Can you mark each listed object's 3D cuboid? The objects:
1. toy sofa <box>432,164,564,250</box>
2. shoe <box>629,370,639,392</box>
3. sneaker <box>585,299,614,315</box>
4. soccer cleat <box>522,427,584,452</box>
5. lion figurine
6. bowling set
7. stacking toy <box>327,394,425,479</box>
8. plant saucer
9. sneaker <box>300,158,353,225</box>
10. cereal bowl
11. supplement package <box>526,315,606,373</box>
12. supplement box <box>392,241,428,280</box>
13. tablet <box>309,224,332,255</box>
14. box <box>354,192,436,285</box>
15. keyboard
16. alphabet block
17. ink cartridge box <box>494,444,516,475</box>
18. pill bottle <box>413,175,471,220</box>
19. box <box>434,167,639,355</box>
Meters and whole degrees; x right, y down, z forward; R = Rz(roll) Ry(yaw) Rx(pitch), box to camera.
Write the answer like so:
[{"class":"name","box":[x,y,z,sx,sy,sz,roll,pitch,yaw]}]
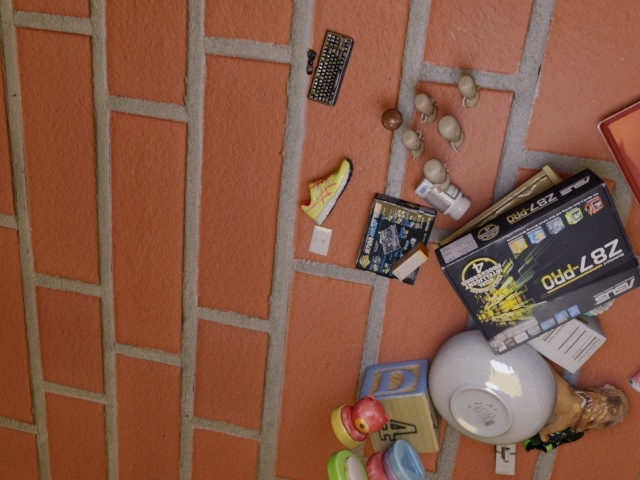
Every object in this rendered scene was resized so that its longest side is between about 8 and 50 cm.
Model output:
[{"class":"toy sofa","box":[0.482,-0.022,1.598,0.363,0.177,0.150,-38,74,18]},{"class":"shoe","box":[0.942,0.405,1.692,0.178,0.063,0.081,31,119,5]},{"class":"sneaker","box":[0.734,0.131,1.621,0.166,0.076,0.065,-39,99,6]},{"class":"soccer cleat","box":[0.678,0.582,1.816,0.179,0.072,0.060,-17,106,18]},{"class":"lion figurine","box":[0.634,0.408,1.716,0.392,0.142,0.240,35,128,-10]},{"class":"bowling set","box":[0.266,-0.285,1.554,0.200,0.154,0.286,25,91,25]},{"class":"stacking toy","box":[0.160,0.578,1.623,0.130,0.279,0.309,-37,102,24]},{"class":"plant saucer","box":[0.836,-0.236,1.486,0.259,0.047,0.258,-29,101,20]},{"class":"sneaker","box":[0.014,-0.141,1.695,0.094,0.081,0.208,33,114,2]},{"class":"cereal bowl","box":[0.441,0.411,1.655,0.339,0.141,0.338,13,119,24]},{"class":"supplement package","box":[0.604,0.213,1.659,0.244,0.139,0.133,31,115,-1]},{"class":"supplement box","box":[0.241,0.055,1.669,0.036,0.062,0.098,44,112,-8]},{"class":"tablet","box":[0.000,0.000,1.791,0.054,0.006,0.083,15,113,7]},{"class":"box","box":[0.206,-0.001,1.718,0.175,0.051,0.220,16,113,7]},{"class":"keyboard","box":[0.011,-0.446,1.612,0.108,0.023,0.180,20,113,5]},{"class":"alphabet block","box":[0.237,0.486,1.820,0.194,0.192,0.197,-10,108,18]},{"class":"ink cartridge box","box":[0.545,0.604,1.841,0.056,0.099,0.135,1,109,14]},{"class":"pill bottle","box":[0.320,-0.117,1.633,0.137,0.078,0.078,37,114,-2]},{"class":"box","box":[0.513,0.061,1.463,0.395,0.097,0.318,-29,120,12]}]
